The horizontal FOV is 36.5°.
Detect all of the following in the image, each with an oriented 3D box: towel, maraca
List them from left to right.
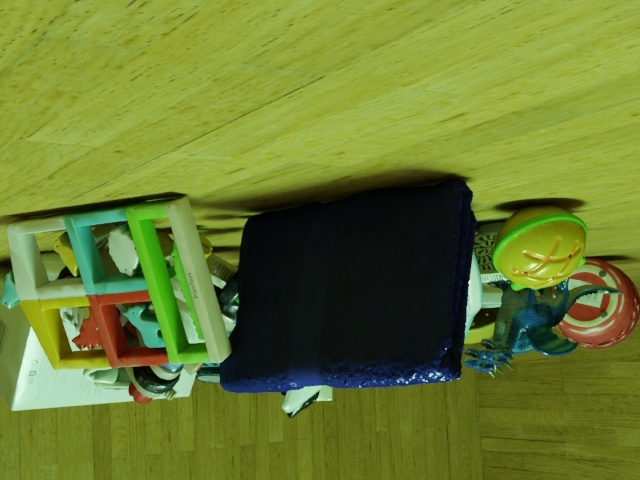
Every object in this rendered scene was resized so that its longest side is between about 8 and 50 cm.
[{"bbox_3d":[0.031,0.059,1.082,0.308,0.228,0.076,-9,153,37],"label":"towel"},{"bbox_3d":[0.290,0.017,1.270,0.127,0.099,0.186,-20,149,11],"label":"maraca"}]

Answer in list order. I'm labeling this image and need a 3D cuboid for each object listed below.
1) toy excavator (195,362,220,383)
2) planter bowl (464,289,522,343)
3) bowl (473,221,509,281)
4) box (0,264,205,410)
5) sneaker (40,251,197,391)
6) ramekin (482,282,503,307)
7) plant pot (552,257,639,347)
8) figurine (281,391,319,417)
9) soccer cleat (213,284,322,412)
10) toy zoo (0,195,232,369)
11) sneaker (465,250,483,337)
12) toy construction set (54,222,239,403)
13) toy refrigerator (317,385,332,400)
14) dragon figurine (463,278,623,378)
[{"bbox_3d":[-0.319,0.154,2.039,0.433,0.222,0.445,-6,159,32],"label":"toy excavator"},{"bbox_3d":[0.285,0.134,1.863,0.217,0.090,0.217,-11,-145,8],"label":"planter bowl"},{"bbox_3d":[0.274,0.016,1.428,0.170,0.080,0.170,-2,174,0],"label":"bowl"},{"bbox_3d":[-0.404,0.163,1.710,0.345,0.168,0.215,3,-158,-41],"label":"box"},{"bbox_3d":[-0.346,0.129,1.482,0.292,0.169,0.108,19,133,4],"label":"sneaker"},{"bbox_3d":[0.235,0.065,1.708,0.207,0.109,0.207,-2,174,0],"label":"ramekin"},{"bbox_3d":[0.579,0.134,2.078,0.191,0.191,0.174,-6,169,24],"label":"plant pot"},{"bbox_3d":[-0.017,0.199,1.825,0.092,0.209,0.215,30,-163,-27],"label":"figurine"},{"bbox_3d":[-0.136,0.145,1.550,0.331,0.143,0.116,34,172,17],"label":"soccer cleat"},{"bbox_3d":[-0.256,0.057,1.134,0.293,0.192,0.030,-7,-163,27],"label":"toy zoo"},{"bbox_3d":[0.099,0.085,1.310,0.208,0.127,0.319,-16,148,-8],"label":"sneaker"},{"bbox_3d":[-0.237,0.071,1.313,0.237,0.257,0.309,40,152,2],"label":"toy construction set"},{"bbox_3d":[-0.018,0.190,1.979,0.094,0.270,0.102,-3,173,1],"label":"toy refrigerator"},{"bbox_3d":[0.327,0.129,1.447,0.289,0.144,0.085,1,172,-33],"label":"dragon figurine"}]
